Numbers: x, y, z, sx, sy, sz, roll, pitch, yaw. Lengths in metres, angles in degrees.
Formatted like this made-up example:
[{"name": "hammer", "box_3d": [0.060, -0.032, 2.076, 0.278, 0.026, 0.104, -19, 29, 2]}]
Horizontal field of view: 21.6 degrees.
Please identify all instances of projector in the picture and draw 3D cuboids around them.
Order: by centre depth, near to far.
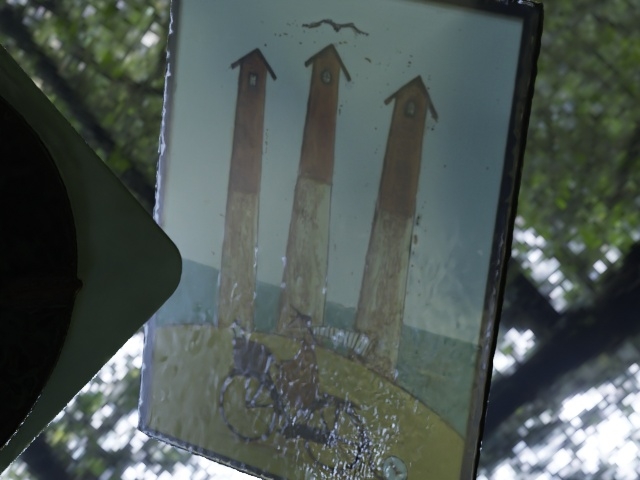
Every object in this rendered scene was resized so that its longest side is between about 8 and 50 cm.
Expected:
[{"name": "projector", "box_3d": [-0.222, 0.018, 0.723, 0.079, 0.257, 0.259, 32, 164, 49]}]

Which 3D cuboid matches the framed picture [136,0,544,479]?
[{"name": "framed picture", "box_3d": [0.000, 0.000, 0.984, 0.244, 0.324, 0.013, 16, -161, 29]}]
